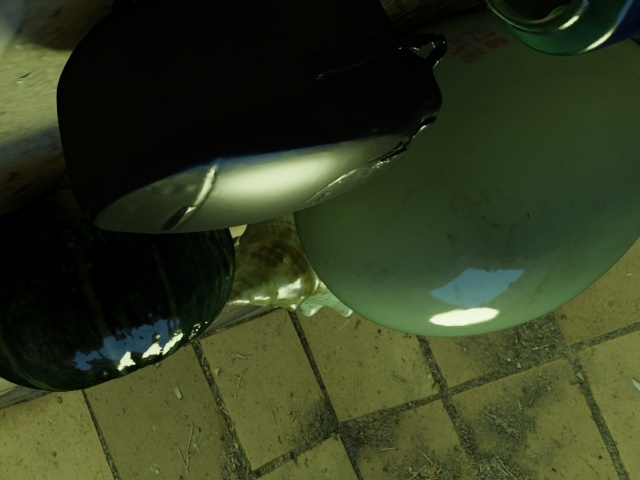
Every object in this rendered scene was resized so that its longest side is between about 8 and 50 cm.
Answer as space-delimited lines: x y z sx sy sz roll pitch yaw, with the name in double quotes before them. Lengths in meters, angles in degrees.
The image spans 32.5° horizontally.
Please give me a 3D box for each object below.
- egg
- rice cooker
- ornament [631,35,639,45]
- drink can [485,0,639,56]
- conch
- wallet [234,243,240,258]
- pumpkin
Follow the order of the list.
"egg" 0.136 -0.060 0.827 0.371 0.230 0.230 -27 179 -41
"rice cooker" -0.034 -0.071 0.558 0.203 0.118 0.142 -19 173 -30
"ornament" 0.343 -0.154 1.126 0.177 0.177 0.177 -23 175 -2
"drink can" 0.172 -0.164 0.520 0.205 0.118 0.118 -22 175 -26
"conch" 0.000 0.014 1.401 0.203 0.169 0.386 4 -171 33
"wallet" -0.198 0.062 1.588 0.202 0.059 0.141 -20 -179 -16
"pumpkin" -0.166 0.023 0.808 0.211 0.152 0.211 -24 -167 6
